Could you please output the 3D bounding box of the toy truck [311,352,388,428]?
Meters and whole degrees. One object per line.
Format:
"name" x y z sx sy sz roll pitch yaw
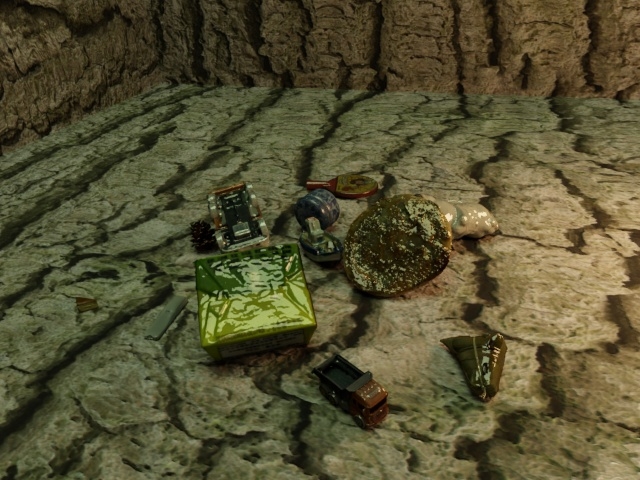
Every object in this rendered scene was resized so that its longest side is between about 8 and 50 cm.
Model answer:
"toy truck" 0.068 0.341 1.173 0.083 0.092 0.192 -26 38 -34

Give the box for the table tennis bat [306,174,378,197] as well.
"table tennis bat" 0.094 -0.234 2.175 0.309 0.038 0.200 3 31 4

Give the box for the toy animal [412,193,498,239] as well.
"toy animal" 0.430 -0.064 1.745 0.357 0.194 0.257 -5 3 -33

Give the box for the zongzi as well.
"zongzi" 0.351 0.313 1.233 0.177 0.081 0.189 -7 38 38

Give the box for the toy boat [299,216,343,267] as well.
"toy boat" 0.000 0.000 1.718 0.114 0.115 0.262 -19 35 -23

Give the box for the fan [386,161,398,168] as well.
"fan" 0.337 -0.351 2.364 0.055 0.004 0.083 -4 31 -2

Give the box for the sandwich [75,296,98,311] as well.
"sandwich" -0.729 0.197 1.555 0.083 0.031 0.044 5 28 18

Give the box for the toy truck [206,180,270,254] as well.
"toy truck" -0.265 -0.030 1.714 0.173 0.207 0.388 -17 37 -7

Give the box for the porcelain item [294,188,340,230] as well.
"porcelain item" -0.015 -0.105 1.864 0.147 0.147 0.114 17 37 30

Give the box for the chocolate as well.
"chocolate" -0.179 0.169 1.384 0.300 0.137 0.289 -10 49 -8

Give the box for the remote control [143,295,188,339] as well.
"remote control" -0.453 0.221 1.489 0.049 0.027 0.184 5 33 15

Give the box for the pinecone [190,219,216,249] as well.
"pinecone" -0.424 -0.017 1.813 0.102 0.102 0.109 -25 68 -31

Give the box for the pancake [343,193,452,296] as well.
"pancake" 0.233 0.010 1.567 0.355 0.065 0.357 -9 68 22

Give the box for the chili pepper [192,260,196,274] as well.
"chili pepper" -0.413 0.094 1.704 0.027 0.022 0.083 20 20 -28
